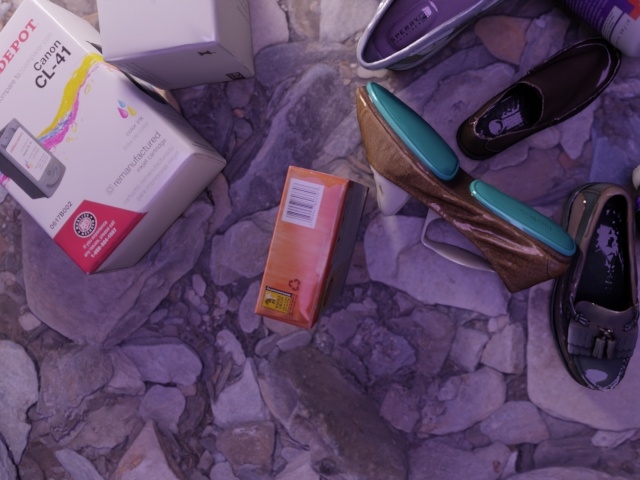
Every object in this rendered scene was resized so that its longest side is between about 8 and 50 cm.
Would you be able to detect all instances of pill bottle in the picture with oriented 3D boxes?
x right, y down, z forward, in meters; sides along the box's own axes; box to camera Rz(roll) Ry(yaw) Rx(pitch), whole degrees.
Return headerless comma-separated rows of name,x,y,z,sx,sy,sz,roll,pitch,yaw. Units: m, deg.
pill bottle,0.329,-0.311,0.591,0.108,0.108,0.193,-40,68,10

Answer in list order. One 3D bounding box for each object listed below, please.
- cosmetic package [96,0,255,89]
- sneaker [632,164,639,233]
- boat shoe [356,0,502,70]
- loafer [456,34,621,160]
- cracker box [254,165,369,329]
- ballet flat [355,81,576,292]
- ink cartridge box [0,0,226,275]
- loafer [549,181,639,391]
cosmetic package,-0.184,-0.311,0.671,0.151,0.151,0.184,-4,92,10
sneaker,0.508,-0.003,0.575,0.293,0.102,0.146,8,67,16
boat shoe,0.167,-0.309,0.574,0.320,0.103,0.118,-35,96,37
loafer,0.274,-0.173,0.638,0.220,0.078,0.080,-36,87,10
cracker box,0.000,0.000,0.619,0.067,0.232,0.156,15,96,10
ballet flat,0.155,-0.052,0.663,0.342,0.116,0.124,38,124,1
ink cartridge box,-0.324,-0.137,0.719,0.306,0.131,0.226,44,100,3
loafer,0.343,0.061,0.639,0.096,0.084,0.267,-2,93,10
